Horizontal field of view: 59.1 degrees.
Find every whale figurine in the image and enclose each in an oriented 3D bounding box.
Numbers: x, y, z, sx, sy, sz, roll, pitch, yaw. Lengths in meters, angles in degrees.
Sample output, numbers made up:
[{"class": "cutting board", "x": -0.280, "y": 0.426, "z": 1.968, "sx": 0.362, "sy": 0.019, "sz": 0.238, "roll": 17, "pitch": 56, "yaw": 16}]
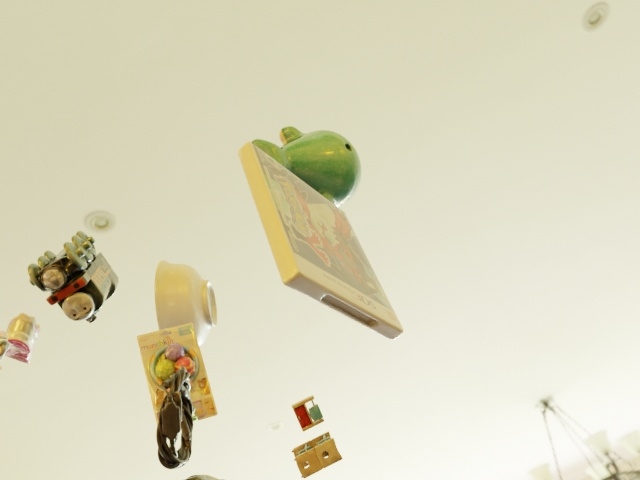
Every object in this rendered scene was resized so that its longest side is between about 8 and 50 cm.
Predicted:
[{"class": "whale figurine", "x": -0.019, "y": -0.158, "z": 1.155, "sx": 0.141, "sy": 0.217, "sz": 0.272, "roll": -35, "pitch": -23, "yaw": 30}]

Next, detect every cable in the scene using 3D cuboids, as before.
[{"class": "cable", "x": -0.270, "y": 0.333, "z": 1.056, "sx": 0.047, "sy": 0.150, "sz": 0.185, "roll": -3, "pitch": -80, "yaw": -3}]

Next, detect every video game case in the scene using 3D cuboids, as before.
[{"class": "video game case", "x": 0.000, "y": 0.000, "z": 0.612, "sx": 0.023, "sy": 0.201, "sz": 0.183, "roll": -40, "pitch": -44, "yaw": 17}]

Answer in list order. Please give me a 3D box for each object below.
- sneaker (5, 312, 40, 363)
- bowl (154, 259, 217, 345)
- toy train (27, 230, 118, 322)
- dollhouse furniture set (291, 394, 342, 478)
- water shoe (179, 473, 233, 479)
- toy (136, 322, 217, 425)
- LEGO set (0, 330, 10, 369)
[{"class": "sneaker", "x": -0.883, "y": 0.288, "z": 1.671, "sx": 0.102, "sy": 0.111, "sz": 0.252, "roll": 28, "pitch": -35, "yaw": -24}, {"class": "bowl", "x": -0.386, "y": 0.197, "z": 1.674, "sx": 0.133, "sy": 0.298, "sz": 0.298, "roll": -8, "pitch": -42, "yaw": -2}, {"class": "toy train", "x": -0.606, "y": 0.093, "z": 1.418, "sx": 0.142, "sy": 0.334, "sz": 0.190, "roll": -34, "pitch": -74, "yaw": -7}, {"class": "dollhouse furniture set", "x": -0.038, "y": 0.578, "z": 1.674, "sx": 0.128, "sy": 0.184, "sz": 0.129, "roll": -24, "pitch": -6, "yaw": -10}, {"class": "water shoe", "x": -0.171, "y": 0.463, "z": 1.002, "sx": 0.203, "sy": 0.073, "sz": 0.080, "roll": -5, "pitch": -19, "yaw": 28}, {"class": "toy", "x": -0.333, "y": 0.306, "z": 1.312, "sx": 0.136, "sy": 0.238, "sz": 0.056, "roll": -11, "pitch": -25, "yaw": -23}, {"class": "LEGO set", "x": -0.613, "y": 0.148, "z": 0.810, "sx": 0.132, "sy": 0.107, "sz": 0.287, "roll": -60, "pitch": -37, "yaw": -9}]
